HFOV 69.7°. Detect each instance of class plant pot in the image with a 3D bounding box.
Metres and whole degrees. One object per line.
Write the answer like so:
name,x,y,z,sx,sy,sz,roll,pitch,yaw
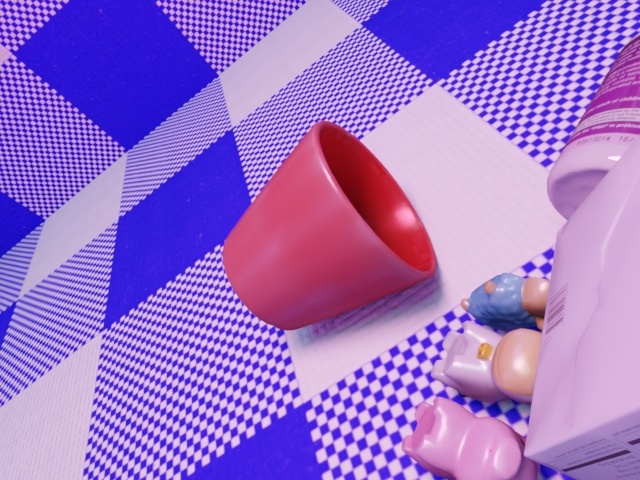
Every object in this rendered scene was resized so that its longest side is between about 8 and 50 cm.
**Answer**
plant pot,0.000,0.000,0.712,0.243,0.275,0.275,-37,39,24

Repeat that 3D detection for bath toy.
bath toy,0.171,0.206,0.479,0.129,0.151,0.348,30,70,4

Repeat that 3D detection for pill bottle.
pill bottle,0.413,-0.150,0.541,0.169,0.169,0.301,20,71,48

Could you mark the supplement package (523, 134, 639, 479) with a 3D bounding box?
supplement package,0.290,0.054,0.360,0.145,0.204,0.262,22,56,10
